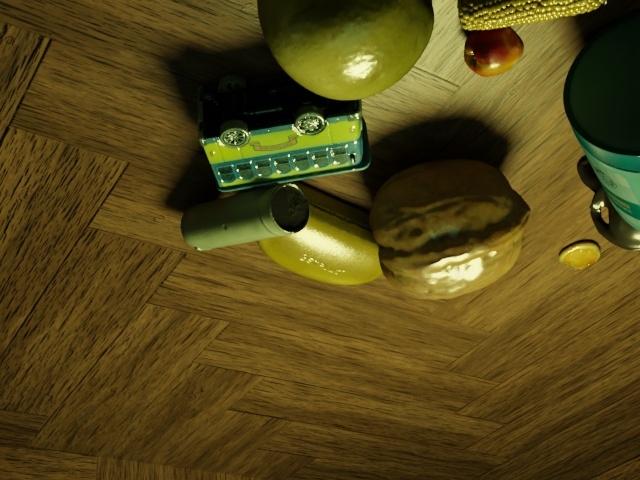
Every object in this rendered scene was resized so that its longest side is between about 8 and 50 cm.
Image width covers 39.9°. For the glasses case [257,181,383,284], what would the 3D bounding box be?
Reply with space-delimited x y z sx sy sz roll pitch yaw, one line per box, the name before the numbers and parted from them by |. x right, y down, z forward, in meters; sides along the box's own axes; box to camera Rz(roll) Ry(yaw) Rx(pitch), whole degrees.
glasses case | 0.000 0.000 2.029 0.371 0.141 0.173 23 136 -34

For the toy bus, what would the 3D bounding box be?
toy bus | -0.070 -0.220 1.702 0.312 0.152 0.190 -9 144 5

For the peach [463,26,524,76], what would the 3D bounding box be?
peach | 0.321 -0.352 1.629 0.101 0.100 0.100 -4 145 -3

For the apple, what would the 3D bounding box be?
apple | 0.049 -0.363 1.448 0.258 0.233 0.295 -21 143 26

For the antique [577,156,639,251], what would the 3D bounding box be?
antique | 0.750 -0.099 1.917 0.322 0.255 0.185 -23 139 18

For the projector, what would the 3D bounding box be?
projector | -0.164 -0.046 1.860 0.108 0.108 0.338 24 159 -36

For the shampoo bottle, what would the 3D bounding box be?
shampoo bottle | 0.672 -0.212 1.677 0.331 0.331 0.343 -22 143 21

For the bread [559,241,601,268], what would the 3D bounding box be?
bread | 0.673 0.039 2.288 0.110 0.024 0.110 -5 145 -4

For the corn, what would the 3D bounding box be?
corn | 0.370 -0.423 1.541 0.260 0.091 0.091 -12 109 8

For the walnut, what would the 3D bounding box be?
walnut | 0.284 -0.028 1.916 0.344 0.306 0.306 -10 145 17
